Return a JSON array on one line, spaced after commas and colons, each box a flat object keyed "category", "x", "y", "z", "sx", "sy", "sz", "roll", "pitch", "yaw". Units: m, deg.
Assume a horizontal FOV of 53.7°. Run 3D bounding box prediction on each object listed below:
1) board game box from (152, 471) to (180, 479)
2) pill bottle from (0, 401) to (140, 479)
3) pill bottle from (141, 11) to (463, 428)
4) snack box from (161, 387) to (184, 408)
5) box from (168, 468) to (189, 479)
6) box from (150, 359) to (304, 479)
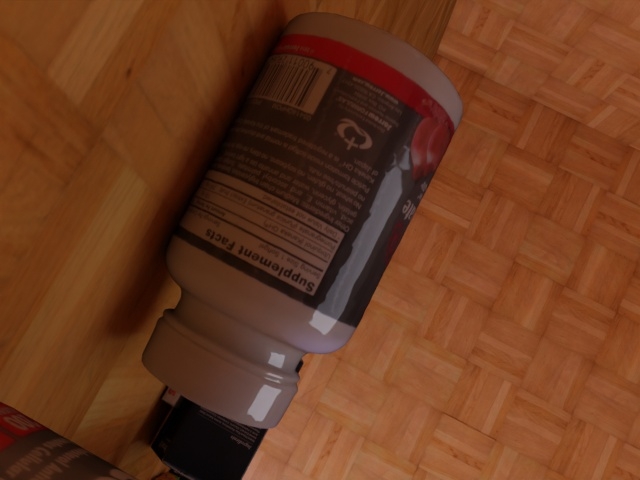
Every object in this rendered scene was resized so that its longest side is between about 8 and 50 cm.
[{"category": "board game box", "x": -0.301, "y": 0.467, "z": 1.068, "sx": 0.124, "sy": 0.039, "sz": 0.259, "roll": -61, "pitch": 173, "yaw": -13}, {"category": "pill bottle", "x": -0.096, "y": 0.207, "z": 0.296, "sx": 0.161, "sy": 0.283, "sz": 0.161, "roll": -62, "pitch": 176, "yaw": -8}, {"category": "pill bottle", "x": -0.022, "y": -0.013, "z": 0.546, "sx": 0.318, "sy": 0.176, "sz": 0.176, "roll": -63, "pitch": 175, "yaw": -4}, {"category": "snack box", "x": -0.160, "y": 0.146, "z": 0.873, "sx": 0.178, "sy": 0.022, "sz": 0.064, "roll": -61, "pitch": 176, "yaw": -20}, {"category": "box", "x": -0.242, "y": 0.549, "z": 1.321, "sx": 0.051, "sy": 0.175, "sz": 0.220, "roll": -60, "pitch": 174, "yaw": -34}, {"category": "box", "x": -0.135, "y": 0.235, "z": 0.895, "sx": 0.207, "sy": 0.108, "sz": 0.153, "roll": -61, "pitch": -168, "yaw": -21}]
